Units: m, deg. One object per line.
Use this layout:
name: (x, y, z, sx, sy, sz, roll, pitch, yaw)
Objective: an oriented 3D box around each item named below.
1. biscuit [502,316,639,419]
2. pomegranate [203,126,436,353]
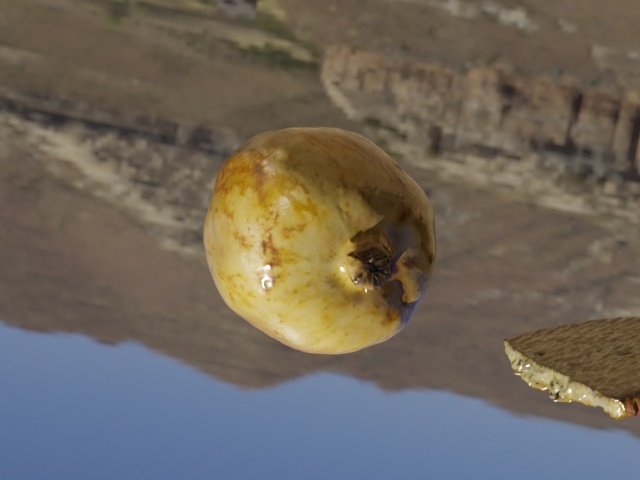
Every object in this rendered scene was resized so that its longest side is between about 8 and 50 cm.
biscuit: (0.210, 0.084, 1.084, 0.126, 0.025, 0.206, -15, -169, -12)
pomegranate: (0.000, 0.000, 1.550, 0.248, 0.248, 0.248, 11, 180, 0)
